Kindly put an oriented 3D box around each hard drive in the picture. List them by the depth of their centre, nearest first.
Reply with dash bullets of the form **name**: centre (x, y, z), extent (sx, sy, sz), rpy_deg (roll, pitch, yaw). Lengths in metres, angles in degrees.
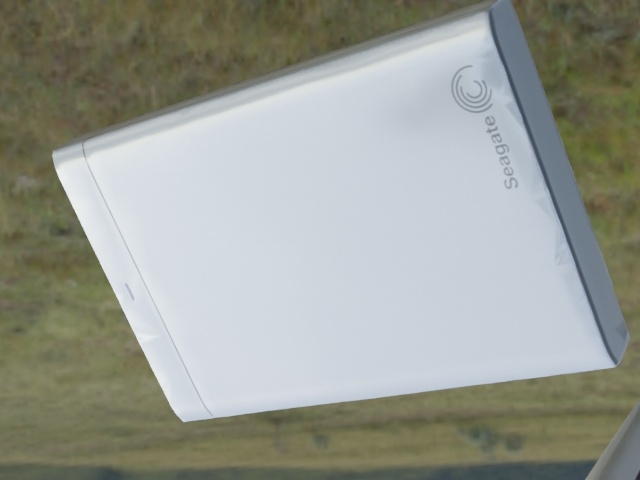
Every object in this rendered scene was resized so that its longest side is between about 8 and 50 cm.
- **hard drive**: centre (0.000, 0.000, 0.782), extent (0.353, 0.233, 0.047), rpy_deg (-13, -161, 33)

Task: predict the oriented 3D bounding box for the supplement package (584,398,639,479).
- **supplement package**: centre (0.097, 0.152, 0.308), extent (0.139, 0.134, 0.244), rpy_deg (31, -151, 16)
